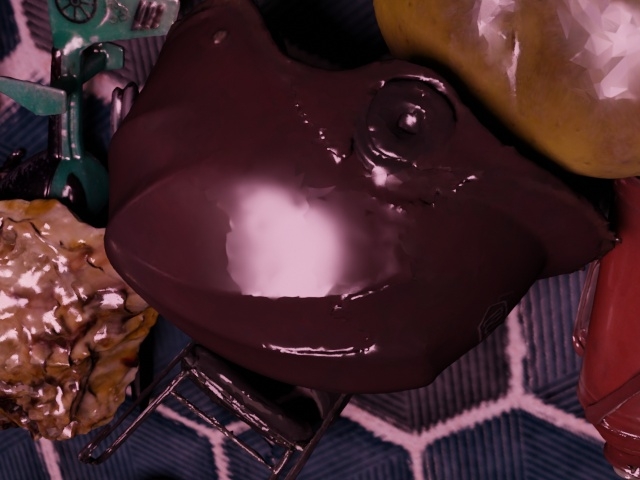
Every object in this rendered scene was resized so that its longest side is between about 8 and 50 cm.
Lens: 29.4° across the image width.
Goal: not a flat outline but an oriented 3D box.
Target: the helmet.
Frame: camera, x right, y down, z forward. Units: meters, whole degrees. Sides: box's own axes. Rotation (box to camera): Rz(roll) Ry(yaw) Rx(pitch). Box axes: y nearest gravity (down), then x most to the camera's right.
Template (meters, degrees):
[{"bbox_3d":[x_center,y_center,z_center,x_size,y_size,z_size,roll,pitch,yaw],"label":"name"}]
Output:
[{"bbox_3d":[0.000,0.000,0.723,0.305,0.177,0.225,29,165,19],"label":"helmet"}]

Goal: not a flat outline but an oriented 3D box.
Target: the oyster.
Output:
[{"bbox_3d":[-0.228,0.063,0.867,0.214,0.083,0.223,28,116,-17],"label":"oyster"}]

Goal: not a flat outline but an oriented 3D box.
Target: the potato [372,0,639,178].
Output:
[{"bbox_3d":[0.145,-0.123,0.670,0.248,0.143,0.169,21,113,27],"label":"potato"}]

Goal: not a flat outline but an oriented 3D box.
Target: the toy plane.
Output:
[{"bbox_3d":[-0.188,-0.026,0.902,0.155,0.106,0.381,14,120,9],"label":"toy plane"}]

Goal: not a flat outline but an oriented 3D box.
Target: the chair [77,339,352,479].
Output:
[{"bbox_3d":[-0.055,0.119,0.916,0.140,0.221,0.145,37,167,1],"label":"chair"}]

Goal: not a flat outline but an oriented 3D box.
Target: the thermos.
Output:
[{"bbox_3d":[0.211,0.053,0.767,0.124,0.099,0.232,40,136,45],"label":"thermos"}]

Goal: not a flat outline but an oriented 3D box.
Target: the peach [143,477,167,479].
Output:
[{"bbox_3d":[-0.160,0.277,1.018,0.152,0.152,0.152,11,120,19],"label":"peach"}]
